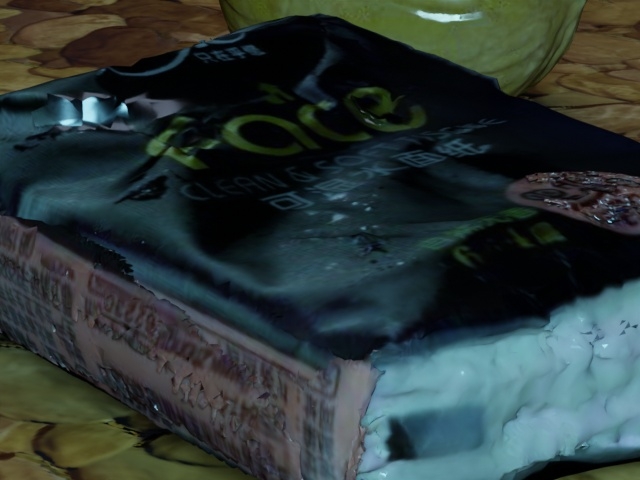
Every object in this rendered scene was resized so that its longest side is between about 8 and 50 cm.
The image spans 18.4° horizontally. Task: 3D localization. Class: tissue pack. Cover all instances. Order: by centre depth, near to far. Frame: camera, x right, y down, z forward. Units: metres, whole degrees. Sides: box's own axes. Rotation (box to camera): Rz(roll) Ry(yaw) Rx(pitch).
[{"bbox_3d":[0.000,0.000,0.800,0.245,0.123,0.332,-12,23,-37],"label":"tissue pack"}]

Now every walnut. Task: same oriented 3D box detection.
[{"bbox_3d":[0.049,-0.160,1.161,0.226,0.193,0.193,11,22,17],"label":"walnut"}]
